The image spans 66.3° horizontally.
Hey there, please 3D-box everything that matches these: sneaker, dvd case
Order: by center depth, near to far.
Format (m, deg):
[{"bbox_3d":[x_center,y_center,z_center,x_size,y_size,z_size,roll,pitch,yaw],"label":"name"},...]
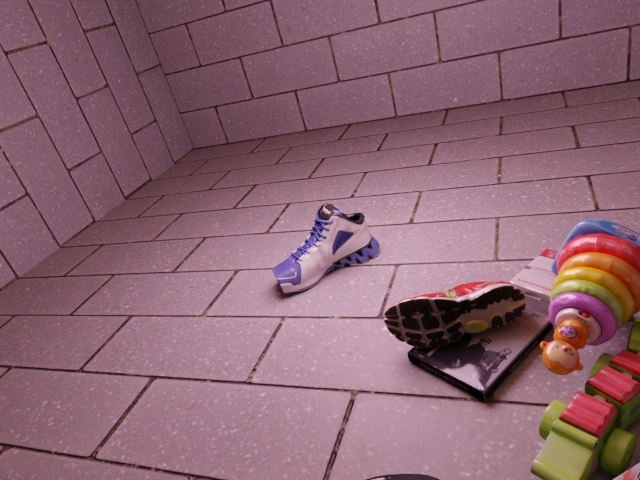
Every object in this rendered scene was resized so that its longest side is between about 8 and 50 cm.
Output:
[{"bbox_3d":[0.319,0.197,0.976,0.239,0.029,0.179,-32,31,-28],"label":"dvd case"},{"bbox_3d":[0.268,0.143,1.000,0.279,0.107,0.118,-10,9,6],"label":"sneaker"},{"bbox_3d":[0.001,0.000,1.346,0.316,0.182,0.127,-24,27,-14],"label":"sneaker"}]

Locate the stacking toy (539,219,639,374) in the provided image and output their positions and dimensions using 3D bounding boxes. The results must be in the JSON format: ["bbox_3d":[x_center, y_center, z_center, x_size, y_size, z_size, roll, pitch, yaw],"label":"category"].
[{"bbox_3d":[0.452,0.115,0.836,0.175,0.165,0.302,33,53,24],"label":"stacking toy"}]

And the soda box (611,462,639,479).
[{"bbox_3d":[0.453,0.321,0.639,0.183,0.063,0.058,-23,28,-13],"label":"soda box"}]

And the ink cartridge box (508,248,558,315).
[{"bbox_3d":[0.492,0.090,1.042,0.150,0.063,0.109,-32,32,-27],"label":"ink cartridge box"}]

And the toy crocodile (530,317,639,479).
[{"bbox_3d":[0.437,0.245,0.742,0.341,0.105,0.115,-31,31,-25],"label":"toy crocodile"}]

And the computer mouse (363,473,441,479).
[{"bbox_3d":[0.097,0.360,0.622,0.272,0.072,0.188,6,20,-27],"label":"computer mouse"}]
